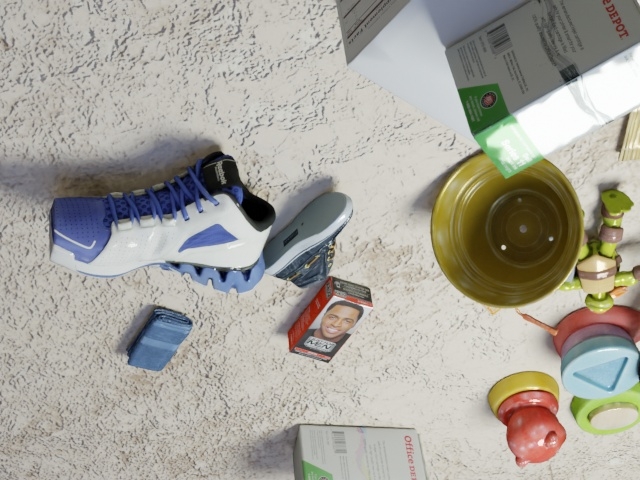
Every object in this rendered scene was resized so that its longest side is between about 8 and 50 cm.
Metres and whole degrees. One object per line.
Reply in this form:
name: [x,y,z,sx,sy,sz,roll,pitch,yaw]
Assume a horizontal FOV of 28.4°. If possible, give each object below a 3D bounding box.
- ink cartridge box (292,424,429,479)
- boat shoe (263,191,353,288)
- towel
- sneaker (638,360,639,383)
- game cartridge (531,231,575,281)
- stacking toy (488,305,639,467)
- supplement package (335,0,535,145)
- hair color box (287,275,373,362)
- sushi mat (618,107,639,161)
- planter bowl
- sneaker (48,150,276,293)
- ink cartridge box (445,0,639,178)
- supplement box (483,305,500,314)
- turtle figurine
ink cartridge box: [0.067,0.399,2.126,0.212,0.154,0.093,2,135,-11]
boat shoe: [0.000,0.000,1.780,0.083,0.065,0.183,27,132,-33]
towel: [-0.245,0.151,1.920,0.067,0.029,0.119,18,130,-24]
sneaker: [0.582,0.153,1.862,0.145,0.090,0.270,-9,147,-20]
game cartridge: [0.332,0.024,1.794,0.056,0.017,0.083,-3,125,21]
stacking toy: [0.459,0.261,2.058,0.279,0.130,0.309,16,132,-22]
supplement package: [0.183,-0.253,1.482,0.262,0.145,0.204,27,126,-30]
hair color box: [0.014,0.121,1.915,0.072,0.043,0.141,18,130,-23]
sushi mat: [0.488,-0.227,1.639,0.151,0.019,0.317,-2,135,-4]
planter bowl: [0.268,-0.016,1.742,0.217,0.217,0.090,-32,166,23]
sneaker: [-0.194,-0.043,1.675,0.315,0.127,0.182,8,130,-26]
ink cartridge box: [0.254,-0.185,1.349,0.208,0.153,0.087,-28,133,19]
supplement box: [0.241,0.053,1.850,0.098,0.036,0.062,42,122,-3]
turtle figurine: [0.415,0.031,1.843,0.269,0.087,0.217,-1,127,15]
